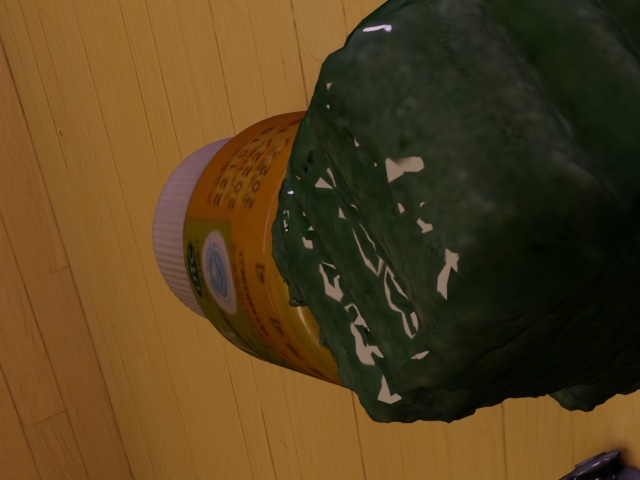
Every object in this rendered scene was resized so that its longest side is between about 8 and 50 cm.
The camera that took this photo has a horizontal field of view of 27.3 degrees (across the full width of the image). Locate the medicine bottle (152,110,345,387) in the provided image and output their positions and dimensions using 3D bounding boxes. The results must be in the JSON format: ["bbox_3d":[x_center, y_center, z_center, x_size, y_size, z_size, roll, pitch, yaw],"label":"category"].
[{"bbox_3d":[0.000,0.000,1.108,0.384,0.224,0.224,8,120,66],"label":"medicine bottle"}]

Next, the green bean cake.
[{"bbox_3d":[0.126,-0.023,0.667,0.169,0.308,0.300,59,157,21],"label":"green bean cake"}]

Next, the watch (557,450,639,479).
[{"bbox_3d":[0.241,0.274,1.061,0.193,0.068,0.206,64,156,14],"label":"watch"}]
